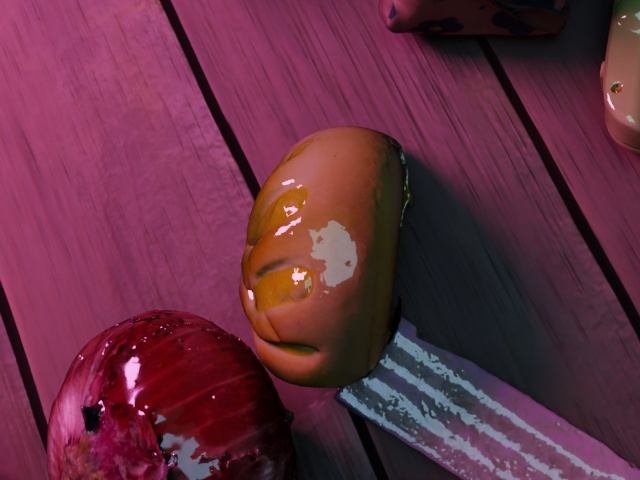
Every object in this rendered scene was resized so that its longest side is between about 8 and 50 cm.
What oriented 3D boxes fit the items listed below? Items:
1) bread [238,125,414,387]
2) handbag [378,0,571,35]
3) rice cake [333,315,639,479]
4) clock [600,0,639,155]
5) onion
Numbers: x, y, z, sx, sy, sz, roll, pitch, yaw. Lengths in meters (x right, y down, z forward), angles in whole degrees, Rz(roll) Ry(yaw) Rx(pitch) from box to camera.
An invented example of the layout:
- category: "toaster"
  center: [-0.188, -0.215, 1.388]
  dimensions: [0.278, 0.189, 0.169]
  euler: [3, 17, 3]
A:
- category: "bread"
  center: [0.001, -0.014, 0.751]
  dimensions: [0.158, 0.156, 0.261]
  euler: [4, 42, 8]
- category: "handbag"
  center: [0.167, -0.306, 0.761]
  dimensions: [0.193, 0.251, 0.190]
  euler: [11, 71, -2]
- category: "rice cake"
  center: [0.161, 0.183, 0.752]
  dimensions: [0.298, 0.050, 0.106]
  euler: [33, 83, 12]
- category: "clock"
  center: [0.423, -0.188, 0.746]
  dimensions: [0.307, 0.096, 0.235]
  euler: [7, 76, 23]
- category: "onion"
  center: [-0.113, 0.180, 0.705]
  dimensions: [0.219, 0.252, 0.252]
  euler: [-1, 73, -40]
